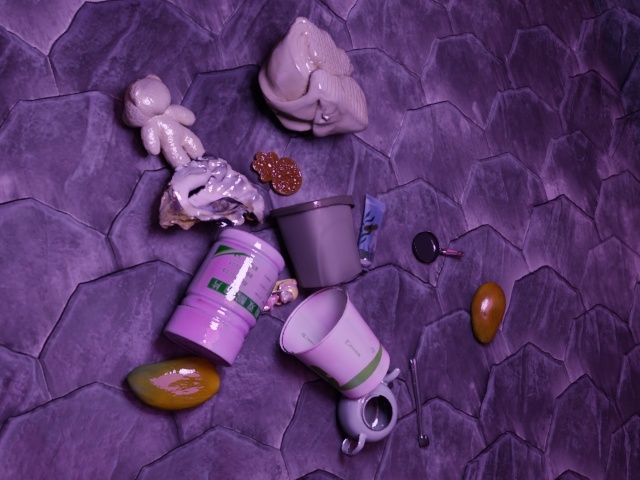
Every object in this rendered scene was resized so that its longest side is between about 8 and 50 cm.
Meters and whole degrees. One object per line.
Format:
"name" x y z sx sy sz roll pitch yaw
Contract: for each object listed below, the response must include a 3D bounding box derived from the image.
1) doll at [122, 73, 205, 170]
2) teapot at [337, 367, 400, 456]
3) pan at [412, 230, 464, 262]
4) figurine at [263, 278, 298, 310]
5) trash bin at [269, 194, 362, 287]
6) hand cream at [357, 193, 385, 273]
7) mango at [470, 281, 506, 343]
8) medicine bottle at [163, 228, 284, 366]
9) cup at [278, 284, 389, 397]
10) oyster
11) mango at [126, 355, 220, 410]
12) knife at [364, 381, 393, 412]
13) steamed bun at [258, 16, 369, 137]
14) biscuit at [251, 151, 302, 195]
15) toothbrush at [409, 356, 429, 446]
"doll" -0.444 -0.314 1.596 0.278 0.149 0.175 57 18 -24
"teapot" 0.149 0.524 1.755 0.193 0.129 0.295 36 67 -13
"pan" 0.419 0.032 2.049 0.211 0.040 0.115 11 75 -20
"figurine" -0.145 0.166 1.702 0.187 0.083 0.083 -26 95 -18
"trash bin" 0.000 0.000 1.720 0.219 0.219 0.250 -21 99 -44
"hand cream" 0.162 -0.022 1.911 0.091 0.058 0.272 26 64 -27
"mango" 0.609 0.263 2.089 0.136 0.099 0.228 15 83 -29
"medicine bottle" -0.255 0.153 1.553 0.212 0.212 0.326 36 65 -19
"cup" 0.054 0.308 1.695 0.274 0.253 0.253 48 62 -23
"oyster" -0.306 -0.113 1.612 0.238 0.115 0.351 51 45 10
"mango" -0.384 0.381 1.511 0.237 0.091 0.137 -7 84 -24
"knife" 0.179 0.514 1.849 0.170 0.010 0.023 -34 93 -28
"steamed bun" -0.042 -0.474 1.761 0.367 0.255 0.343 25 48 -54
"biscuit" -0.134 -0.213 1.791 0.175 0.026 0.124 29 67 -22
"toothbrush" 0.331 0.539 1.919 0.030 0.030 0.298 5 76 -55
